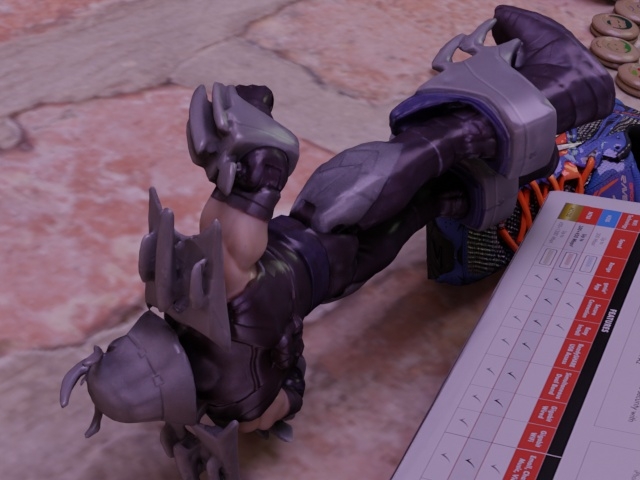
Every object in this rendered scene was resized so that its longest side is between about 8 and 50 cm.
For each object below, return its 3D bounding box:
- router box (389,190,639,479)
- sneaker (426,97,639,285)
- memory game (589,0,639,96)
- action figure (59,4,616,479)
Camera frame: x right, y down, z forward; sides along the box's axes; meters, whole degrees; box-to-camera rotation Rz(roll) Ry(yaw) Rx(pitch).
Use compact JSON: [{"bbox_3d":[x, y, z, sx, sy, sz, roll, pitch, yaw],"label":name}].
[{"bbox_3d":[0.197,0.106,0.611,0.301,0.082,0.335,10,31,19],"label":"router box"},{"bbox_3d":[0.133,-0.033,0.835,0.087,0.083,0.221,17,33,36],"label":"sneaker"},{"bbox_3d":[0.283,-0.129,1.089,0.186,0.012,0.186,8,35,-6],"label":"memory game"},{"bbox_3d":[0.000,0.000,0.662,0.285,0.185,0.099,-34,62,-31],"label":"action figure"}]
